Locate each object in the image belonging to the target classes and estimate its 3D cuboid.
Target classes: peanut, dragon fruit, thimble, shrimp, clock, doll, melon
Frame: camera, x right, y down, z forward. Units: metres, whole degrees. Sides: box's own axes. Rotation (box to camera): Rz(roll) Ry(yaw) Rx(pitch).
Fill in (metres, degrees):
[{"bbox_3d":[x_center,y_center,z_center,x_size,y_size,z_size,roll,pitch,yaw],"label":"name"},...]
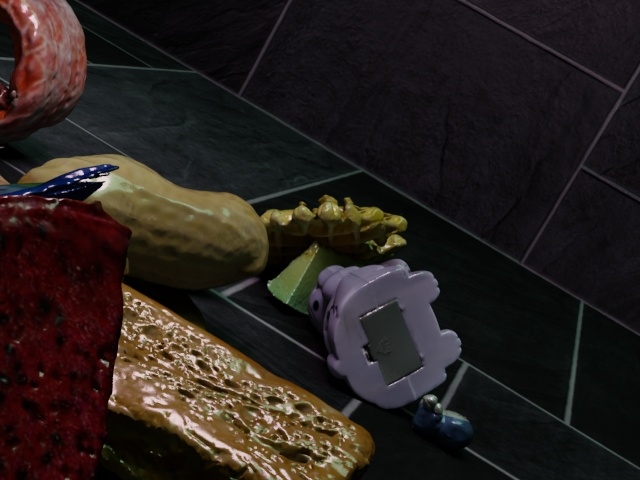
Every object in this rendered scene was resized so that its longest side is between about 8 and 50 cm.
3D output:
[{"bbox_3d":[-0.204,-0.024,1.423,0.318,0.148,0.147,10,21,-30],"label":"peanut"},{"bbox_3d":[-0.253,0.109,0.763,0.152,0.317,0.205,-16,-34,38],"label":"dragon fruit"},{"bbox_3d":[-0.461,-0.255,1.747,0.239,0.239,0.162,32,11,10],"label":"thimble"},{"bbox_3d":[-0.237,0.044,1.467,0.251,0.052,0.143,36,16,23],"label":"shrimp"},{"bbox_3d":[0.065,0.104,1.700,0.189,0.189,0.254,26,5,-18],"label":"clock"},{"bbox_3d":[0.159,0.237,1.598,0.083,0.050,0.076,29,-6,3],"label":"doll"},{"bbox_3d":[0.022,0.058,1.864,0.053,0.114,0.261,23,10,37],"label":"melon"}]

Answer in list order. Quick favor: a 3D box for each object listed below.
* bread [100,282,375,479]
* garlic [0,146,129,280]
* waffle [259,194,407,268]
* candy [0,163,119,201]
[{"bbox_3d":[-0.144,0.154,1.098,0.380,0.109,0.185,29,33,14],"label":"bread"},{"bbox_3d":[-0.303,0.003,1.246,0.206,0.128,0.115,42,-7,-1],"label":"garlic"},{"bbox_3d":[0.000,0.002,1.883,0.261,0.250,0.056,12,65,-43],"label":"waffle"},{"bbox_3d":[-0.307,0.004,0.914,0.187,0.077,0.331,-20,5,-42],"label":"candy"}]
